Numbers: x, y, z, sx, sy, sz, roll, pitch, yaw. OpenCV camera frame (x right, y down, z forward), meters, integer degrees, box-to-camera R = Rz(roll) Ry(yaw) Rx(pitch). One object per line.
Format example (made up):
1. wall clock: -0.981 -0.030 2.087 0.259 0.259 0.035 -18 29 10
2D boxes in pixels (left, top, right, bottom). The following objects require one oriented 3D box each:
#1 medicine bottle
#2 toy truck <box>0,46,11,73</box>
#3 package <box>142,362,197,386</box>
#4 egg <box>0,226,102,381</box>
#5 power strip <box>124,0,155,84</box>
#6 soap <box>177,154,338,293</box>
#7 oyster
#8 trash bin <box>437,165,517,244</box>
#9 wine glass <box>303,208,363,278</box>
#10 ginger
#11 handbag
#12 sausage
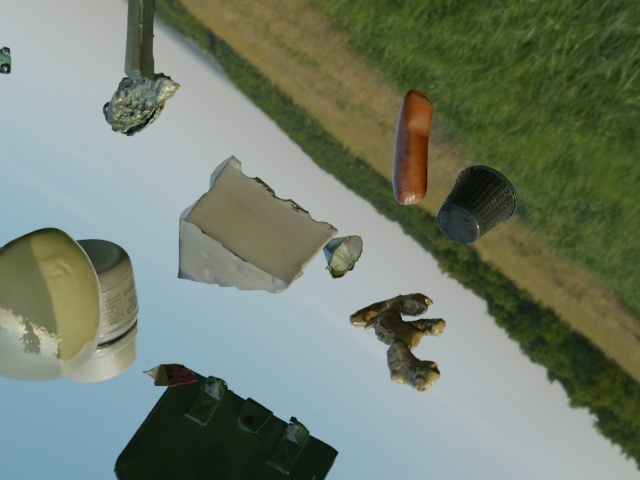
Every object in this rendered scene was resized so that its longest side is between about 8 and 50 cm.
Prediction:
1. medicine bottle: -0.582 0.177 1.666 0.244 0.307 0.245 0 -152 0
2. toy truck: -0.705 -0.381 1.401 0.090 0.056 0.073 1 -178 29
3. package: -0.206 0.183 0.906 0.059 0.029 0.083 -4 -174 -26
4. egg: -0.468 0.124 1.126 0.174 0.264 0.286 31 139 16
5. power strip: -0.446 -0.527 1.646 0.048 0.286 0.080 -1 173 11
6. soap: -0.135 0.022 1.270 0.257 0.159 0.302 31 153 3
7. oyster: -0.547 -0.432 2.014 0.112 0.267 0.199 34 -158 -52
8. trash bin: 0.380 -0.078 1.672 0.175 0.161 0.176 30 142 27
9. wine glass: 0.000 0.000 2.044 0.232 0.156 0.156 33 -178 32
10. ginger: 0.157 0.164 1.162 0.065 0.149 0.259 64 173 -29
11. handbag: -0.161 0.379 1.120 0.326 0.239 0.089 24 153 16
12. sausage: 0.232 -0.236 1.694 0.089 0.300 0.083 7 174 -17
